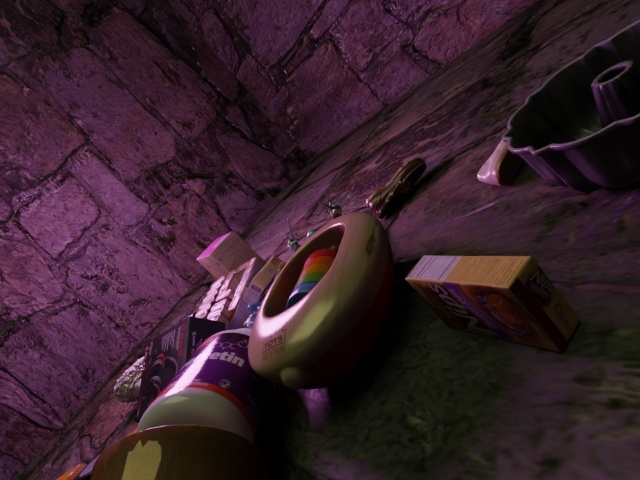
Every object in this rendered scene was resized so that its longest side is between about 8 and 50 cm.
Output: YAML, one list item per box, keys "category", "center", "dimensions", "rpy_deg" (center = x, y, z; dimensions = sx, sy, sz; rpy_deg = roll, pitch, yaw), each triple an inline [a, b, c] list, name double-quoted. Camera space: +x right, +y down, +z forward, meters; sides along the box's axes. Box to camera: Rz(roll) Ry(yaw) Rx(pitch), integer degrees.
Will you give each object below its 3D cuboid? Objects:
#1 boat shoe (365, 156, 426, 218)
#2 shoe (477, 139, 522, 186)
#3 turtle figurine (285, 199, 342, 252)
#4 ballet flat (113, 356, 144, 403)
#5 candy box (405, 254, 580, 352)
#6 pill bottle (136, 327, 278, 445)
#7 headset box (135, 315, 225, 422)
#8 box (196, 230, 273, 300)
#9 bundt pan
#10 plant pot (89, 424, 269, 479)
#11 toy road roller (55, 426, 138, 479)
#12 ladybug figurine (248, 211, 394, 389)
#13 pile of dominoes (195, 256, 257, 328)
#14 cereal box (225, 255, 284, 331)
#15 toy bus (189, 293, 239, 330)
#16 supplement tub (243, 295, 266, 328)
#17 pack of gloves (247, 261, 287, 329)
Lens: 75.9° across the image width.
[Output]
- category: "boat shoe"
  center: [0.226, -0.144, 1.161]
  dimensions: [0.207, 0.073, 0.073]
  rpy_deg: [-45, 52, 8]
- category: "shoe"
  center: [0.395, -0.197, 0.837]
  dimensions: [0.219, 0.076, 0.058]
  rpy_deg: [-50, 21, -16]
- category: "turtle figurine"
  center: [0.000, 0.000, 1.074]
  dimensions: [0.175, 0.234, 0.118]
  rpy_deg: [-27, 61, 9]
- category: "ballet flat"
  center: [-0.566, 0.455, 1.447]
  dimensions: [0.409, 0.147, 0.147]
  rpy_deg: [-44, 15, 1]
- category: "candy box"
  center: [0.207, 0.073, 0.525]
  dimensions: [0.053, 0.109, 0.187]
  rpy_deg: [-48, 15, -16]
- category: "pill bottle"
  center: [-0.178, 0.282, 0.752]
  dimensions: [0.181, 0.181, 0.323]
  rpy_deg: [-40, 6, 11]
- category: "headset box"
  center: [-0.356, 0.339, 1.066]
  dimensions: [0.293, 0.110, 0.218]
  rpy_deg: [-31, 52, 38]
- category: "box"
  center: [-0.293, 0.101, 1.465]
  dimensions: [0.117, 0.243, 0.213]
  rpy_deg: [-50, 16, -25]
- category: "bundt pan"
  center: [0.452, -0.196, 0.597]
  dimensions: [0.331, 0.124, 0.331]
  rpy_deg: [-40, 16, 14]
- category: "plant pot"
  center: [-0.175, 0.393, 0.465]
  dimensions: [0.237, 0.237, 0.254]
  rpy_deg: [-39, 28, 14]
- category: "toy road roller"
  center: [-0.364, 0.471, 0.758]
  dimensions: [0.329, 0.202, 0.240]
  rpy_deg: [-35, 4, 10]
- category: "ladybug figurine"
  center: [0.020, 0.112, 0.791]
  dimensions: [0.305, 0.162, 0.449]
  rpy_deg: [-33, 18, 33]
- category: "pile of dominoes"
  center: [-0.284, 0.175, 1.238]
  dimensions: [0.196, 0.040, 0.251]
  rpy_deg: [-28, 25, 24]
- category: "cereal box"
  center: [-0.202, 0.176, 1.232]
  dimensions: [0.240, 0.047, 0.173]
  rpy_deg: [-59, -1, 26]
- category: "toy bus"
  center: [-0.371, 0.310, 1.340]
  dimensions: [0.211, 0.149, 0.220]
  rpy_deg: [-52, 5, 35]
- category: "supplement tub"
  center: [-0.159, 0.215, 1.150]
  dimensions: [0.071, 0.071, 0.107]
  rpy_deg: [-26, 23, 48]
- category: "pack of gloves"
  center: [-0.115, 0.127, 1.031]
  dimensions: [0.195, 0.046, 0.232]
  rpy_deg: [-63, -13, 6]
